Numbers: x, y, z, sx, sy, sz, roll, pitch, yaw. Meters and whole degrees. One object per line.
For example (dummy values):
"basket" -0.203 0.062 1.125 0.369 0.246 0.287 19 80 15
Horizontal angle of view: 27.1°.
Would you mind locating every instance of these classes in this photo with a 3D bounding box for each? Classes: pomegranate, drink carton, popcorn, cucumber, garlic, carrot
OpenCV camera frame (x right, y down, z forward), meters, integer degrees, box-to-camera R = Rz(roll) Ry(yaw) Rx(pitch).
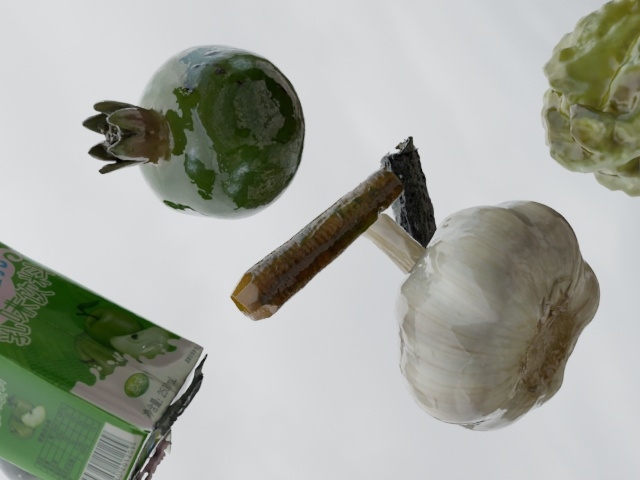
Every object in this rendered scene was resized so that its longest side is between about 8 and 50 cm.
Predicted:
"pomegranate" -0.126 -0.105 1.320 0.225 0.187 0.187 -8 -109 -39
"drink carton" -0.245 0.106 1.165 0.271 0.108 0.161 28 -153 1
"popcorn" 0.372 -0.168 1.373 0.174 0.286 0.225 44 -135 -51
"cucumber" 0.106 -0.029 1.514 0.053 0.053 0.181 0 -104 -70
"garlic" 0.102 0.038 1.097 0.226 0.199 0.199 31 178 34
"carrot" 0.000 0.000 1.061 0.042 0.171 0.042 46 166 14

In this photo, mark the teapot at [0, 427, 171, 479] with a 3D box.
"teapot" -0.342 0.260 1.906 0.183 0.251 0.183 179 90 -79
